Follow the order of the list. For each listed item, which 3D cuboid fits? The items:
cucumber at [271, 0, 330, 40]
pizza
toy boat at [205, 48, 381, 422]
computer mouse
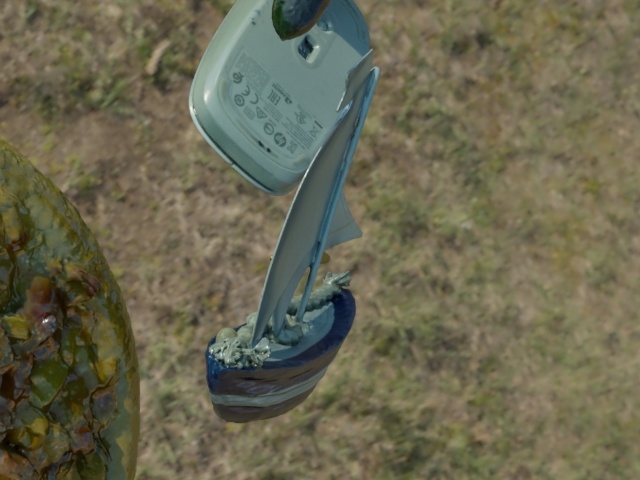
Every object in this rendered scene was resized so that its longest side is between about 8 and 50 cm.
[{"bbox_3d":[0.007,-0.165,0.738,0.032,0.032,0.133,33,75,-28],"label":"cucumber"},{"bbox_3d":[-0.207,0.067,0.995,0.258,0.087,0.268,19,80,-55],"label":"pizza"},{"bbox_3d":[0.000,0.000,1.019,0.067,0.291,0.220,29,24,17],"label":"toy boat"},{"bbox_3d":[-0.048,-0.169,1.427,0.159,0.097,0.288,44,51,-22],"label":"computer mouse"}]
